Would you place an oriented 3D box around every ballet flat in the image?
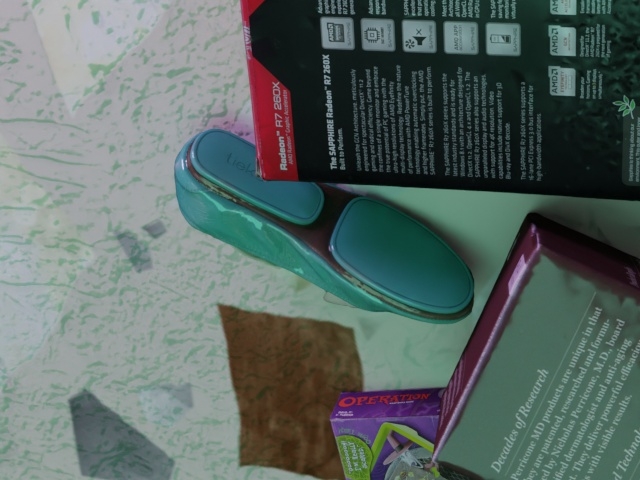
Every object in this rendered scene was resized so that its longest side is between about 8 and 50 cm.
[{"bbox_3d":[0.000,0.000,1.214,0.247,0.083,0.087,28,146,0],"label":"ballet flat"}]

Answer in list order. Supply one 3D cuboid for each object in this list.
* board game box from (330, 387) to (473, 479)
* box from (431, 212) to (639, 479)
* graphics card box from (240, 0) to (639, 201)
[{"bbox_3d":[0.145,0.276,1.335,0.208,0.056,0.346,-6,116,15],"label":"board game box"},{"bbox_3d":[0.205,0.103,1.123,0.203,0.168,0.167,24,101,3],"label":"box"},{"bbox_3d":[0.134,-0.149,1.073,0.371,0.094,0.232,4,119,16],"label":"graphics card box"}]
